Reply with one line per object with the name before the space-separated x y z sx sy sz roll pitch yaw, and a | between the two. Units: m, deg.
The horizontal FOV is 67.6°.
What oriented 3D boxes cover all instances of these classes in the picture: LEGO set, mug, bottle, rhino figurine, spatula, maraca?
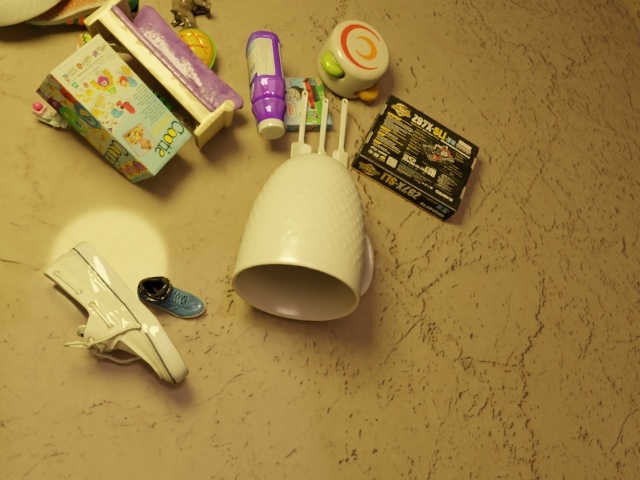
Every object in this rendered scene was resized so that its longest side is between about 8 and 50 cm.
LEGO set | -0.577 -0.402 1.159 0.132 0.107 0.287 17 65 -11
mug | 0.000 0.000 1.119 0.374 0.276 0.328 35 50 -36
bottle | -0.140 -0.404 1.251 0.092 0.118 0.283 -2 71 -16
rhino figurine | -0.364 -0.678 1.359 0.106 0.073 0.244 19 66 -14
spatula | 0.003 -0.293 1.319 0.168 0.019 0.242 7 81 -17
maraca | -0.353 -0.477 1.270 0.127 0.099 0.186 25 82 -2

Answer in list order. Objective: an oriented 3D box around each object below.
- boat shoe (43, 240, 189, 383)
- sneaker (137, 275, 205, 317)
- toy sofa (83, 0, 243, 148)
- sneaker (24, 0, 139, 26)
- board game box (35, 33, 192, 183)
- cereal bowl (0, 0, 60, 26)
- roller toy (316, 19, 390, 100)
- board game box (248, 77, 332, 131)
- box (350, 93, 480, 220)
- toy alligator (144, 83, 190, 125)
boat shoe | -0.431 0.173 0.960 0.156 0.136 0.367 -39 82 -27
sneaker | -0.325 0.123 1.041 0.152 0.084 0.058 22 64 -8
toy sofa | -0.353 -0.413 1.139 0.362 0.150 0.177 45 80 -8
sneaker | -0.620 -0.599 1.237 0.301 0.121 0.108 -10 87 -1
board game box | -0.455 -0.281 1.068 0.275 0.142 0.144 49 59 -27
cereal bowl | -0.757 -0.680 1.131 0.338 0.141 0.339 -2 65 5
roller toy | 0.094 -0.525 1.403 0.209 0.146 0.191 16 70 -21
board game box | -0.085 -0.384 1.348 0.211 0.039 0.160 -6 72 -19
box | 0.281 -0.242 1.388 0.321 0.079 0.257 29 61 -5
toy alligator | -0.419 -0.357 1.223 0.189 0.051 0.056 27 64 -6
